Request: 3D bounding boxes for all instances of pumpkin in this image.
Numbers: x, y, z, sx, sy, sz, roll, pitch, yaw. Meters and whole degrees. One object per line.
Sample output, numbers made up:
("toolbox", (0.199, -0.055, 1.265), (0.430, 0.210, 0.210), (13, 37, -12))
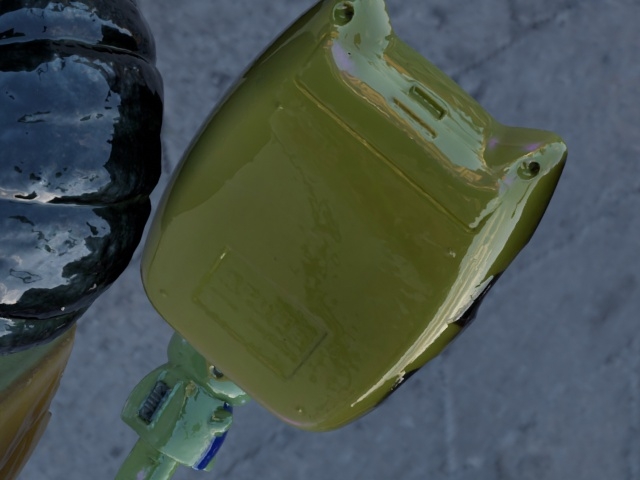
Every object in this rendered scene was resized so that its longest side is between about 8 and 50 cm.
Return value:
("pumpkin", (-0.173, -0.050, 0.705), (0.162, 0.220, 0.220), (-3, 116, -53))

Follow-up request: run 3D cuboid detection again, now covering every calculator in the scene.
("calculator", (0.000, 0.000, 0.719), (0.236, 0.157, 0.033), (-53, 176, 39))

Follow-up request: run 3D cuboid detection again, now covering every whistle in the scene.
("whistle", (-0.115, 0.147, 1.326), (0.085, 0.105, 0.227), (32, 89, -48))

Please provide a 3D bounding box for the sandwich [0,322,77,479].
("sandwich", (-0.302, 0.153, 1.157), (0.227, 0.155, 0.198), (-65, 177, 24))
